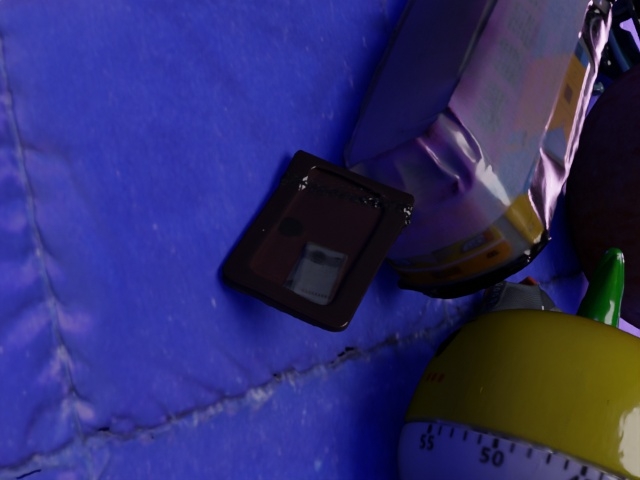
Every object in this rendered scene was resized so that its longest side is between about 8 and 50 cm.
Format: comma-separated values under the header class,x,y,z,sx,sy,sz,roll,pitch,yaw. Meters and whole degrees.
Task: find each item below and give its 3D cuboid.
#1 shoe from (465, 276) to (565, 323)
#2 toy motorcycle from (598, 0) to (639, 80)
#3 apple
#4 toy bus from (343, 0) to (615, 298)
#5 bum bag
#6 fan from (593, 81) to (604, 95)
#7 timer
class,x,y,z,sx,sy,sz,roll,pitch,yaw
shoe,0.177,0.080,1.201,0.194,0.074,0.077,-5,62,-53
toy motorcycle,0.453,-0.309,1.634,0.232,0.172,0.416,-13,82,-63
apple,0.447,-0.050,1.389,0.344,0.269,0.345,-1,92,-21
toy bus,0.138,-0.134,1.119,0.162,0.171,0.386,46,46,-25
bum bag,0.000,0.000,0.938,0.026,0.109,0.159,104,14,-49
fan,0.310,-0.196,1.504,0.193,0.016,0.038,-3,82,-55
timer,0.215,0.135,1.027,0.285,0.285,0.285,20,65,-52
